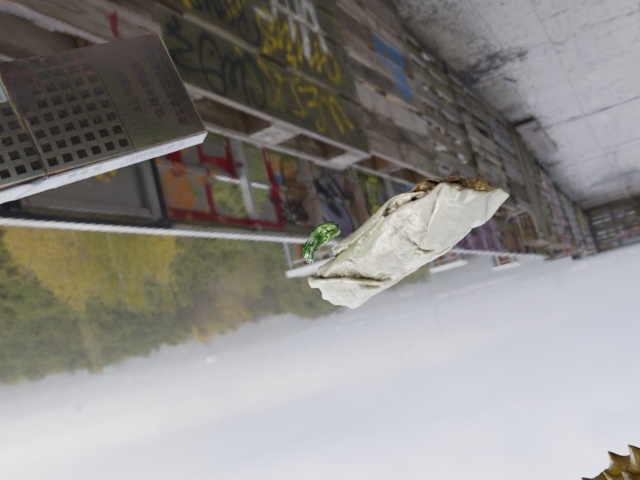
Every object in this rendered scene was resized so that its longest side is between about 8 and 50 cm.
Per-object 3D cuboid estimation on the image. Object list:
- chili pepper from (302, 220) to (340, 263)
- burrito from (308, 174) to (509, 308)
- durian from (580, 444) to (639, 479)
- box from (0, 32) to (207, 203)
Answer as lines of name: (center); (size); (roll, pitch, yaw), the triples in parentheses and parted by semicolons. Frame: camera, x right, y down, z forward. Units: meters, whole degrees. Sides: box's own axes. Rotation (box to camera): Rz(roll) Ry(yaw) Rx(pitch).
chili pepper: (-0.002, 0.000, 1.141); (0.034, 0.030, 0.091); (34, 108, -29)
burrito: (0.108, 0.005, 0.999); (0.117, 0.076, 0.392); (30, 142, -16)
durian: (0.272, 0.203, 0.430); (0.260, 0.154, 0.186); (-53, -176, 0)
box: (-0.342, -0.177, 0.942); (0.325, 0.180, 0.047); (-23, 171, -30)
